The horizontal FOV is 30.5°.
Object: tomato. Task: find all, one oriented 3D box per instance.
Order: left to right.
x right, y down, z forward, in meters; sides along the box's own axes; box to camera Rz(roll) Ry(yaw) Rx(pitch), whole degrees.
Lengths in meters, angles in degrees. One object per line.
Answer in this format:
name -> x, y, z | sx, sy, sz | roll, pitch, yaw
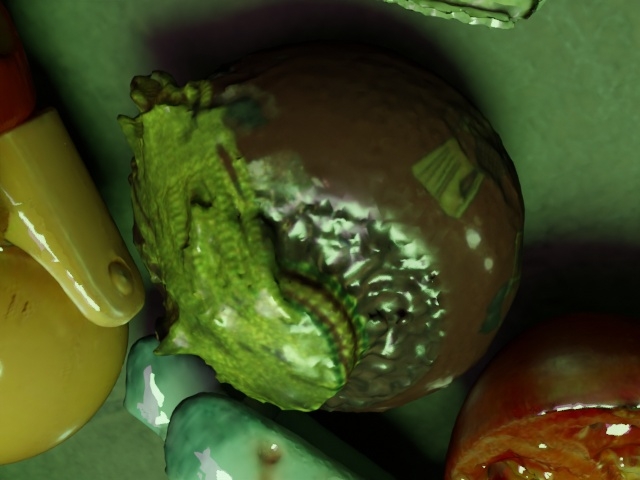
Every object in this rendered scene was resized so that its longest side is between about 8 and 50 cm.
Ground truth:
tomato -> 0.136, 0.077, 0.495 | 0.166, 0.082, 0.174 | -11, 142, 21

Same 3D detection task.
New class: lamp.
lamp -> 0.001, 0.004, 0.458 | 0.157, 0.135, 0.156 | -7, 121, 14

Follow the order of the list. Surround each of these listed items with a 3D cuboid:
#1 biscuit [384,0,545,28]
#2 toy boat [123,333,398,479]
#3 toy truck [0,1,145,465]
biscuit -> 0.020, -0.200, 0.373 | 0.147, 0.046, 0.250 | 14, 123, 19
toy boat -> 0.004, 0.111, 0.531 | 0.207, 0.134, 0.079 | 43, 82, -24
toy truck -> -0.185, 0.006, 0.430 | 0.189, 0.265, 0.239 | -23, 103, 23
